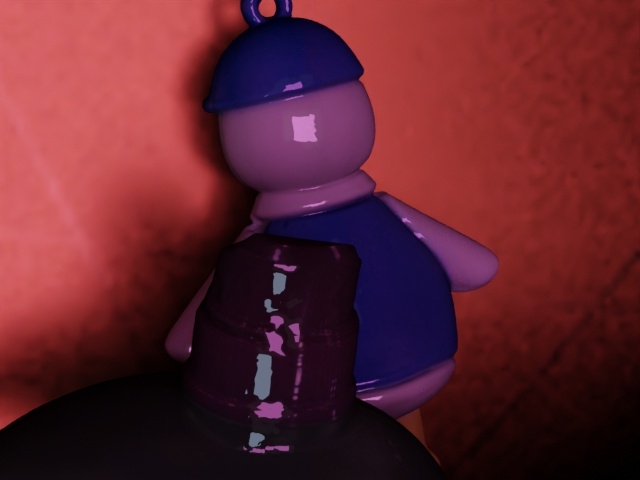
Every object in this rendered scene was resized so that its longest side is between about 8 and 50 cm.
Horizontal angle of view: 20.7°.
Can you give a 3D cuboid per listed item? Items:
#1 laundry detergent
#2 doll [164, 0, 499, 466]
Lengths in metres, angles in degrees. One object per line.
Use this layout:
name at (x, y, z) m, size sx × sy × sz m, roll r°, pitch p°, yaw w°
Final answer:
laundry detergent at (-0.038, 0.097, 0.436) m, size 0.144 × 0.078 × 0.222 m, roll 7°, pitch 112°, yaw -3°
doll at (0.000, 0.000, 0.474) m, size 0.098 × 0.057 × 0.143 m, roll -17°, pitch 98°, yaw -20°
